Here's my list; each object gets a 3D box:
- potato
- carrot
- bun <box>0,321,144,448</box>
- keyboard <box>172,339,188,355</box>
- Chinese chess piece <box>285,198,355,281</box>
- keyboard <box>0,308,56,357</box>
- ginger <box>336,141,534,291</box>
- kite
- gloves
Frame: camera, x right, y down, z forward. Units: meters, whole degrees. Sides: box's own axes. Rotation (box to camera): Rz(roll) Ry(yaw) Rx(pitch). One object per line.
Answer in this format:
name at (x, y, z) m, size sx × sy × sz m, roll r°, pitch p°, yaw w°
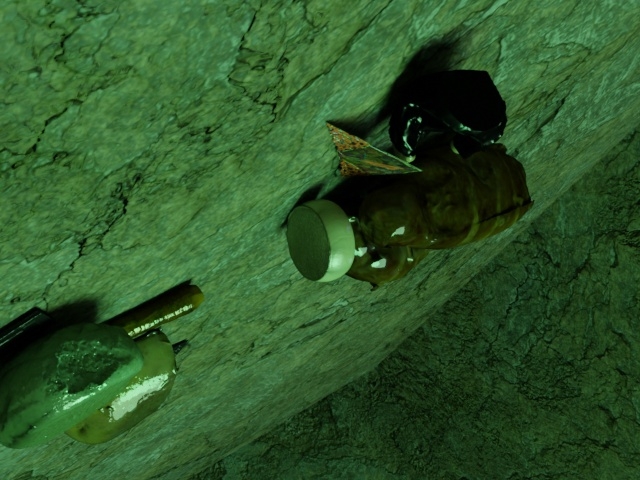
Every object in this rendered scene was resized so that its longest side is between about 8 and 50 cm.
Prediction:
potato at (-0.333, 0.252, 1.368) m, size 0.138 × 0.098 × 0.243 m, roll -12°, pitch 152°, yaw -53°
carrot at (-0.245, 0.109, 1.224) m, size 0.170 × 0.042 × 0.042 m, roll -25°, pitch 162°, yaw -30°
bun at (-0.334, 0.178, 1.099) m, size 0.221 × 0.108 × 0.221 m, roll -33°, pitch 172°, yaw -5°
keyboard at (-0.303, 0.240, 1.560) m, size 0.063 × 0.010 × 0.198 m, roll -22°, pitch 161°, yaw -47°
Chinese chess piece at (0.000, 0.000, 1.258) m, size 0.051 × 0.122 × 0.122 m, roll -13°, pitch 155°, yaw -33°
keyboard at (-0.411, 0.145, 1.016) m, size 0.204 × 0.013 × 0.061 m, roll -34°, pitch 166°, yaw -8°
ginger at (0.165, -0.047, 1.397) m, size 0.418 × 0.176 × 0.254 m, roll -23°, pitch 173°, yaw -41°
kite at (0.076, -0.105, 1.150) m, size 0.222 × 0.125 × 0.008 m, roll 63°, pitch 39°, yaw -75°
gloves at (0.152, -0.156, 1.141) m, size 0.164 × 0.124 × 0.203 m, roll 17°, pitch 171°, yaw -27°
